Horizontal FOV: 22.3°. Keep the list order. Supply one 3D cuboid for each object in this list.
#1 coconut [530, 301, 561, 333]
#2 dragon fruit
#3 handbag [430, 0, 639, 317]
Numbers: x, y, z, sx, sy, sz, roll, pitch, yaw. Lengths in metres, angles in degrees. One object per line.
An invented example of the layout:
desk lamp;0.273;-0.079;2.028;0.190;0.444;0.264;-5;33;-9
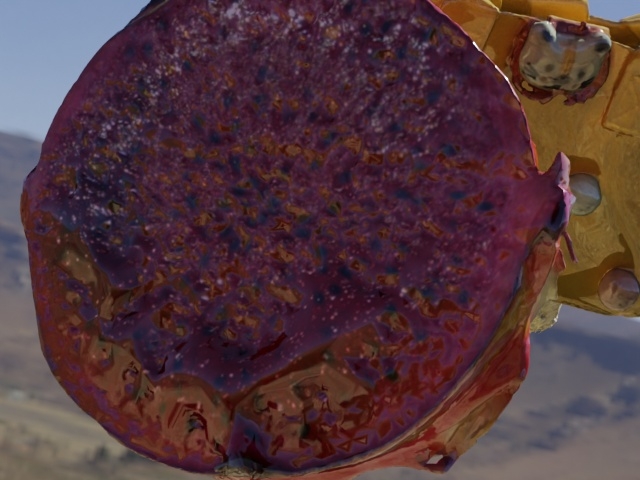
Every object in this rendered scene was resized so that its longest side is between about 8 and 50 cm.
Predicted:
coconut;0.168;-0.011;1.828;0.245;0.233;0.233;13;-3;5
dragon fruit;0.000;0.000;1.134;0.386;0.371;0.249;2;-12;21
handbag;0.156;-0.088;1.403;0.401;0.283;0.133;13;31;-17
